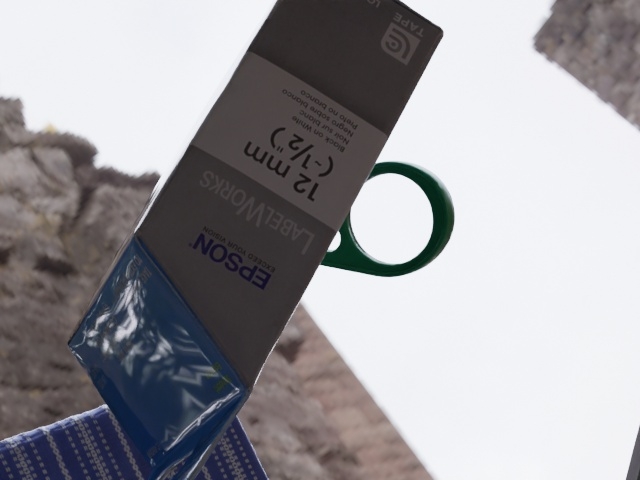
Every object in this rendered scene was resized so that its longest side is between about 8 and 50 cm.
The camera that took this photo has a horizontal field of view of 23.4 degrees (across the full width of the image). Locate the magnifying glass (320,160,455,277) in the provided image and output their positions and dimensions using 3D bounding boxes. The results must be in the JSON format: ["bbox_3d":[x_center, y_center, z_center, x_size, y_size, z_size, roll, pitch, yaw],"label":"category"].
[{"bbox_3d":[0.000,0.000,1.252,0.231,0.092,0.026,-17,1,22],"label":"magnifying glass"}]

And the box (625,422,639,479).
[{"bbox_3d":[0.137,0.029,0.257,0.087,0.169,0.290,-4,-56,-17],"label":"box"}]

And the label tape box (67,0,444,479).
[{"bbox_3d":[-0.075,0.013,1.010,0.115,0.249,0.348,33,-116,-5],"label":"label tape box"}]

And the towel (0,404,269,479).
[{"bbox_3d":[-0.173,0.269,1.403,0.336,0.243,0.040,-16,-15,-45],"label":"towel"}]
